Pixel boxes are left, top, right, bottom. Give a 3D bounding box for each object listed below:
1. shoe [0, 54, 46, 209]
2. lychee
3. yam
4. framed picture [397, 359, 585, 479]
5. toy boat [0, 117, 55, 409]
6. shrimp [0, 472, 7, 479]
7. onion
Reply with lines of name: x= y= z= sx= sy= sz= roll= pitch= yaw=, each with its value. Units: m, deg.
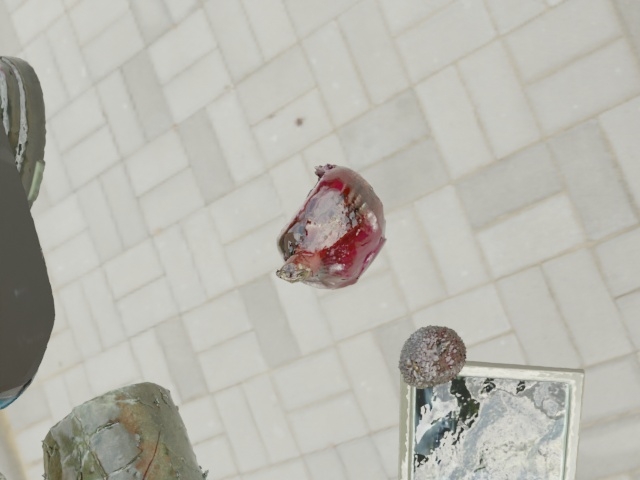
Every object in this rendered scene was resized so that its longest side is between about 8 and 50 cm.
shoe: x=-0.346 y=-0.028 z=0.832 sx=0.109 sy=0.149 sz=0.293 roll=28 pitch=103 yaw=36
lychee: x=0.118 y=0.124 z=1.018 sx=0.067 sy=0.068 sz=0.083 roll=31 pitch=142 yaw=-12
yam: x=-0.258 y=0.390 z=1.361 sx=0.241 sy=0.241 sz=0.348 roll=-46 pitch=54 yaw=31
framed picture: x=0.220 y=0.312 z=1.285 sx=0.240 sy=0.020 sz=0.324 roll=4 pitch=106 yaw=8
toy boat: x=-0.287 y=0.003 z=0.692 sx=0.092 sy=0.134 sz=0.299 roll=-44 pitch=55 yaw=34
shrimp: x=-0.511 y=0.223 z=1.256 sx=0.071 sy=0.233 sz=0.365 roll=-43 pitch=48 yaw=-12
onion: x=0.014 y=0.007 z=1.282 sx=0.135 sy=0.198 sz=0.173 roll=27 pitch=133 yaw=-5
